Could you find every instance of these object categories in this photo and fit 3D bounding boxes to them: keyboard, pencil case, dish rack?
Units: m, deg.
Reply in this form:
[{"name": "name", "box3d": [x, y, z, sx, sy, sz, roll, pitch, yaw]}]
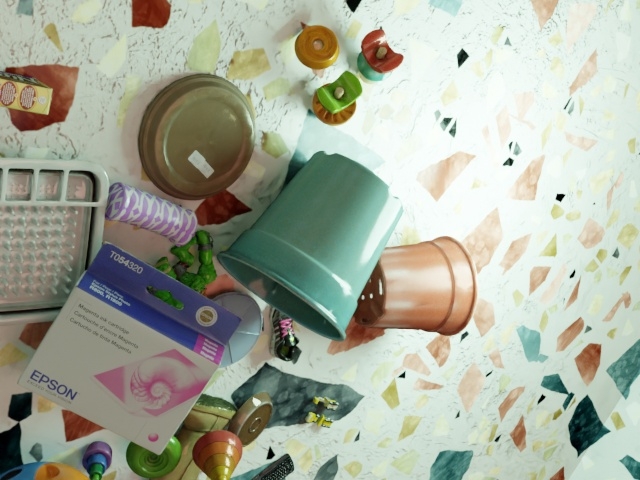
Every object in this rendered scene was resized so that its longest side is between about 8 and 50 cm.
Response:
[{"name": "keyboard", "box3d": [-0.144, 0.677, 2.150, 0.192, 0.038, 0.100, -33, 127, -20]}, {"name": "pencil case", "box3d": [-0.355, -0.051, 1.629, 0.206, 0.086, 0.088, 22, 103, -41]}, {"name": "dish rack", "box3d": [-0.566, -0.003, 1.499, 0.286, 0.072, 0.332, -2, 111, -38]}]

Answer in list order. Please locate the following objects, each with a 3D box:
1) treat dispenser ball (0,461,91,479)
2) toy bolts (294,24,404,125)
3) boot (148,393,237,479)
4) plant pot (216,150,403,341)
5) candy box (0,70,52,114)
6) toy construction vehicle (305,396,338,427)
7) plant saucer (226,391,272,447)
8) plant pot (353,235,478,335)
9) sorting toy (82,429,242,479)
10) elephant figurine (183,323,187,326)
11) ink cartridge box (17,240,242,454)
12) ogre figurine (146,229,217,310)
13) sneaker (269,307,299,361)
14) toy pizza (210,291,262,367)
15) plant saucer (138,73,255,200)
[{"name": "treat dispenser ball", "box3d": [-0.583, 0.605, 1.614, 0.288, 0.288, 0.288, -16, 119, -32]}, {"name": "toy bolts", "box3d": [0.056, -0.392, 1.795, 0.229, 0.158, 0.218, -30, 86, -12]}, {"name": "boot", "box3d": [-0.343, 0.495, 1.883, 0.236, 0.089, 0.269, 31, 90, -41]}, {"name": "plant pot", "box3d": [0.000, 0.000, 1.786, 0.334, 0.341, 0.341, -55, 132, -15]}, {"name": "candy box", "box3d": [-0.573, -0.266, 1.350, 0.187, 0.109, 0.053, 4, 107, -38]}, {"name": "toy construction vehicle", "box3d": [0.004, 0.476, 2.180, 0.098, 0.035, 0.086, 18, 109, -38]}, {"name": "plant saucer", "box3d": [-0.176, 0.464, 1.996, 0.168, 0.029, 0.168, -42, 150, -31]}, {"name": "plant pot", "box3d": [0.222, 0.122, 2.052, 0.265, 0.272, 0.272, 0, 110, -29]}, {"name": "sorting toy", "box3d": [-0.352, 0.517, 1.775, 0.366, 0.126, 0.127, 3, 110, -14]}, {"name": "elephant figurine", "box3d": [-0.379, 0.266, 1.684, 0.239, 0.169, 0.186, -54, 151, -15]}, {"name": "ink cartridge box", "box3d": [-0.376, 0.221, 1.562, 0.324, 0.071, 0.330, 31, 101, -13]}, {"name": "ogre figurine", "box3d": [-0.301, 0.074, 1.727, 0.118, 0.097, 0.197, 62, 38, -24]}, {"name": "sneaker", "box3d": [-0.086, 0.232, 1.969, 0.063, 0.075, 0.170, -10, 115, -34]}, {"name": "toy pizza", "box3d": [-0.230, 0.213, 1.879, 0.201, 0.032, 0.201, -16, 119, -30]}, {"name": "plant saucer", "box3d": [-0.251, -0.214, 1.669, 0.278, 0.041, 0.277, -17, 120, -32]}]
